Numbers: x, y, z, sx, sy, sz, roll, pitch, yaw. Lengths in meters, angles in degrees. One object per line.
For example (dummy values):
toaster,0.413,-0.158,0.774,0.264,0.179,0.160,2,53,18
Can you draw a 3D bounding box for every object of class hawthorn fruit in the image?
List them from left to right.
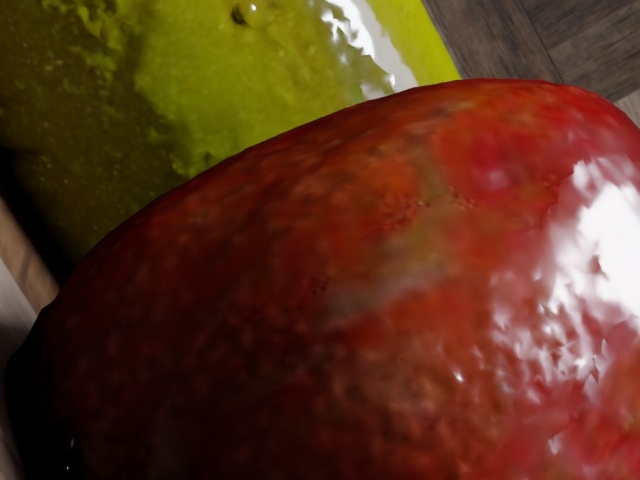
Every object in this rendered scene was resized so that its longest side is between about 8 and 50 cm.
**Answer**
hawthorn fruit,0.033,0.039,0.589,0.189,0.251,0.189,43,-24,25

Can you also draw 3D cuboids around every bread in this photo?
bread,0.000,0.000,0.724,0.383,0.166,0.112,60,-15,-18
